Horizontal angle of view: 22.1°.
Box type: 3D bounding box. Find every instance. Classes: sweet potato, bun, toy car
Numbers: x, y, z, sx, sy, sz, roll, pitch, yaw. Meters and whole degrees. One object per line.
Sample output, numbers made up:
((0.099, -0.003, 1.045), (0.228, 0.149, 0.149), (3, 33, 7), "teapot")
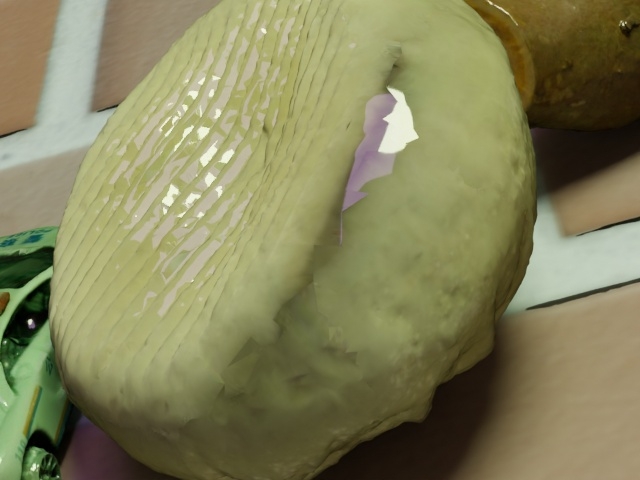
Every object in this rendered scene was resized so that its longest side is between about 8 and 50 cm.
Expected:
((0.147, -0.091, 0.700), (0.243, 0.077, 0.077), (-14, 29, -25), "sweet potato")
((0.000, 0.000, 0.602), (0.222, 0.127, 0.222), (-32, 40, 31), "bun")
((-0.139, 0.048, 0.653), (0.093, 0.058, 0.186), (-9, 36, 17), "toy car")
